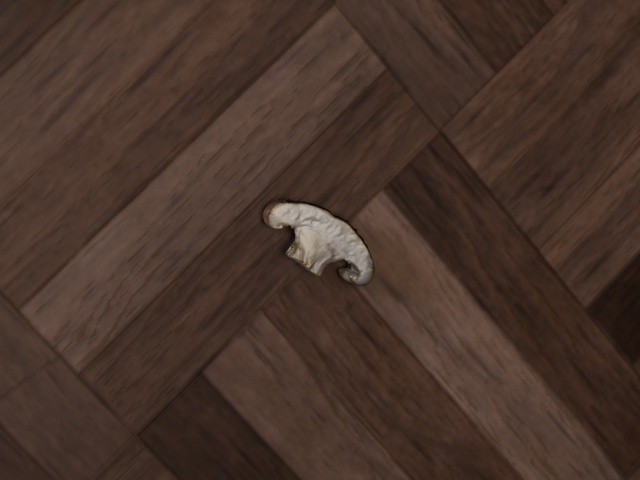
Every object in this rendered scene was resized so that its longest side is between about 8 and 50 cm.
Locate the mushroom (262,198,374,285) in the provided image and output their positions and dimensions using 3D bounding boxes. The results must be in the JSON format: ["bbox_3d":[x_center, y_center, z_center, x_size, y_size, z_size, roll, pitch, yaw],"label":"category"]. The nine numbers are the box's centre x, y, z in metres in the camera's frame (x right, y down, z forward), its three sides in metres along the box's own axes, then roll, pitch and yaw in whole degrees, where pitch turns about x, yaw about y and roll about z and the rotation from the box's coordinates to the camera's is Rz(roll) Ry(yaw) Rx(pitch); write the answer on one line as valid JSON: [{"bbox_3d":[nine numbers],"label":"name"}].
[{"bbox_3d":[0.000,0.000,1.488,0.101,0.019,0.049,37,81,-20],"label":"mushroom"}]
